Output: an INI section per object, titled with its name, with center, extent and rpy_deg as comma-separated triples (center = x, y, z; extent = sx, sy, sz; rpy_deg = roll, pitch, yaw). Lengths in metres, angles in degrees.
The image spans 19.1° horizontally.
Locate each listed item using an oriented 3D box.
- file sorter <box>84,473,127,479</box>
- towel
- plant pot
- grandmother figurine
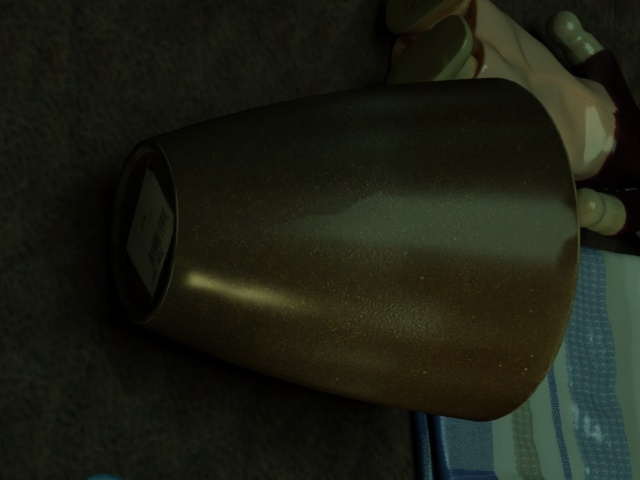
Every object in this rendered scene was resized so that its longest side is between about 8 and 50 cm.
[file sorter]
center = -0.129, 0.193, 0.963
extent = 0.104, 0.170, 0.118
rpy_deg = 26, 59, -29
[towel]
center = 0.173, 0.098, 1.363
extent = 0.285, 0.034, 0.209
rpy_deg = 9, 69, -40
[plant pot]
center = 0.000, 0.000, 1.139
extent = 0.230, 0.215, 0.215
rpy_deg = 3, 73, -27
[grandmother figurine]
center = 0.190, -0.081, 1.398
extent = 0.342, 0.104, 0.208
rpy_deg = 32, 51, -34
